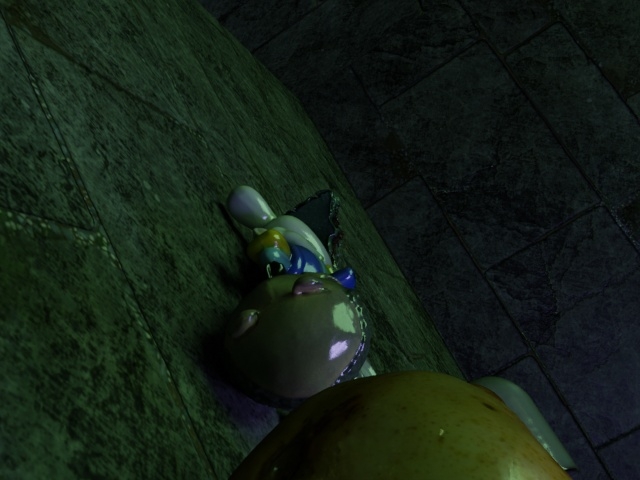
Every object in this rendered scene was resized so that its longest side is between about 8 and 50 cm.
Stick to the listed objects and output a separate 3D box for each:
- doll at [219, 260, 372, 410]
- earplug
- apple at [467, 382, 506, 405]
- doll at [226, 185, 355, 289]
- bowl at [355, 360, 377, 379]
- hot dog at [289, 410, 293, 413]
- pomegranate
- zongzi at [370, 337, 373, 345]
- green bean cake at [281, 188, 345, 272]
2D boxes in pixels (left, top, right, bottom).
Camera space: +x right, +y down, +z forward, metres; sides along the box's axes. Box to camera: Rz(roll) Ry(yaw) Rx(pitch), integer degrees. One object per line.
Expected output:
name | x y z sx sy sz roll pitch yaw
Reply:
doll | -0.036 0.150 1.124 0.247 0.247 0.349 60 1 13
earplug | 0.567 0.621 2.156 0.312 0.313 0.394 43 17 -50
apple | 0.356 0.492 1.722 0.301 0.302 0.301 54 12 -17
doll | -0.056 0.071 1.423 0.376 0.187 0.365 31 9 -13
bowl | 0.056 0.301 1.382 0.211 0.112 0.211 54 10 -14
hot dog | 0.020 0.353 1.202 0.235 0.062 0.092 45 13 -49
pomegranate | 0.081 0.335 0.695 0.416 0.417 0.416 54 12 -17
zongzi | 0.084 0.245 1.800 0.109 0.055 0.119 56 22 5
green bean cake | 0.000 0.000 1.759 0.208 0.194 0.107 61 6 13
